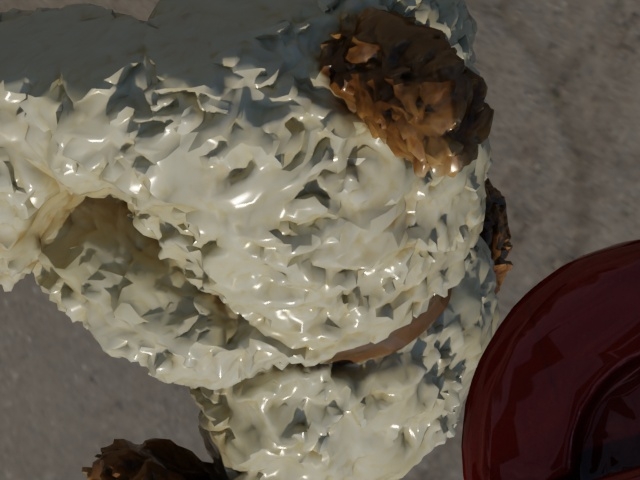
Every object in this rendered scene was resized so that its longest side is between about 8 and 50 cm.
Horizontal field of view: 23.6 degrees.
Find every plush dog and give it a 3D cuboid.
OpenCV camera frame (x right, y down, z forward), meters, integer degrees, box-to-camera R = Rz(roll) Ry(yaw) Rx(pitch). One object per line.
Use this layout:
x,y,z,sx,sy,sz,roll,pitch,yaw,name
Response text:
0.000,0.000,0.561,0.262,0.210,0.225,-40,134,-26,plush dog

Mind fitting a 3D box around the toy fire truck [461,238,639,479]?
0.131,0.007,0.388,0.217,0.158,0.246,-18,74,8,toy fire truck
